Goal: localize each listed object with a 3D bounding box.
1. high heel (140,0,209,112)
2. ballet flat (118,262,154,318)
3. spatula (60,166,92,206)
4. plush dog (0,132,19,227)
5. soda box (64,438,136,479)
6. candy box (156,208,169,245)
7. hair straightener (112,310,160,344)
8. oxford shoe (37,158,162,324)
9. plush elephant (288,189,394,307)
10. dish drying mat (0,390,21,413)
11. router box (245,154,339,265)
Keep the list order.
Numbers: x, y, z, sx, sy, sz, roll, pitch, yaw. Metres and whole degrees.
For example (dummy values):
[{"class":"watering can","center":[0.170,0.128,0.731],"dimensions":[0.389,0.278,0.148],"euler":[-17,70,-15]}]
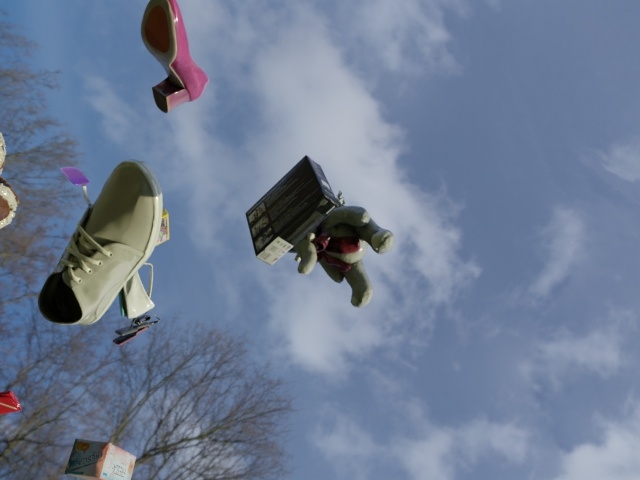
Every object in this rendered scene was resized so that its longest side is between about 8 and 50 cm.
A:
[{"class":"high heel","center":[-0.367,-0.514,1.379],"dimensions":[0.127,0.181,0.377],"euler":[41,-31,5]},{"class":"ballet flat","center":[-0.662,0.068,1.819],"dimensions":[0.139,0.139,0.400],"euler":[-12,-92,30]},{"class":"spatula","center":[-0.890,-0.159,1.998],"dimensions":[0.030,0.084,0.296],"euler":[-28,-88,24]},{"class":"plush dog","center":[-0.617,-0.147,0.878],"dimensions":[0.210,0.225,0.262],"euler":[-7,-79,-4]},{"class":"soda box","center":[-0.392,0.406,0.942],"dimensions":[0.063,0.183,0.058],"euler":[6,-121,1]},{"class":"candy box","center":[-0.546,-0.029,1.695],"dimensions":[0.027,0.105,0.206],"euler":[56,-24,11]},{"class":"hair straightener","center":[-0.706,0.329,2.025],"dimensions":[0.047,0.230,0.089],"euler":[24,-72,21]},{"class":"oxford shoe","center":[-0.477,0.025,1.117],"dimensions":[0.169,0.130,0.449],"euler":[43,-67,15]},{"class":"plush elephant","center":[0.000,0.000,1.391],"dimensions":[0.330,0.255,0.272],"euler":[62,-32,33]},{"class":"dish drying mat","center":[-0.396,0.195,0.606],"dimensions":[0.083,0.008,0.032],"euler":[-11,-58,-2]},{"class":"router box","center":[-0.059,-0.058,0.984],"dimensions":[0.179,0.046,0.133],"euler":[-41,-138,19]}]
